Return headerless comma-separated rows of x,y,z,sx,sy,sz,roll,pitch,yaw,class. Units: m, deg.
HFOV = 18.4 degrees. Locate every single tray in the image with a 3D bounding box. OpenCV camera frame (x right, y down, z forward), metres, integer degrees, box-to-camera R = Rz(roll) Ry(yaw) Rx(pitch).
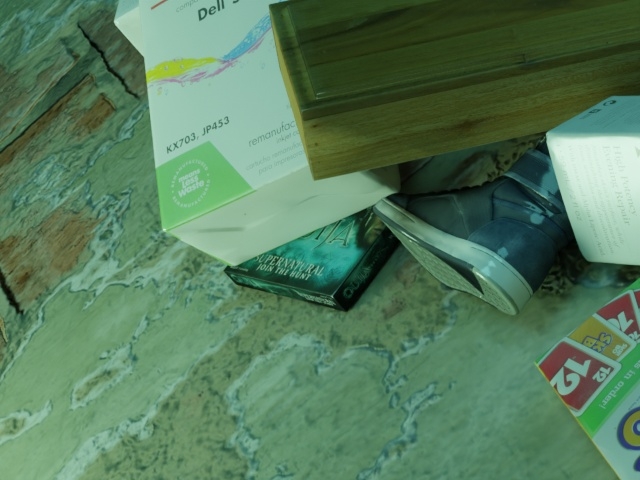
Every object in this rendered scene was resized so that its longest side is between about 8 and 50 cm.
0.173,-0.172,1.669,0.410,0.076,0.203,-13,33,-2,tray

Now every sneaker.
0.153,-0.035,1.674,0.163,0.086,0.226,-49,32,-8,sneaker

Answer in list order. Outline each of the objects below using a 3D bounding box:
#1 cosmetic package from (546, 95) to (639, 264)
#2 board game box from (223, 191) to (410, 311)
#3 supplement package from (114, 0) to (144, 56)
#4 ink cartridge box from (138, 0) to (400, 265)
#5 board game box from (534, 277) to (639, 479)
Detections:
0.286,-0.044,1.480,0.085,0.117,0.231,-29,18,-29,cosmetic package
0.000,0.000,1.867,0.186,0.026,0.126,11,59,54,board game box
-0.093,-0.306,2.215,0.175,0.177,0.293,-26,34,25,supplement package
-0.059,-0.181,1.890,0.207,0.119,0.353,-24,59,27,ink cartridge box
0.254,0.121,1.418,0.124,0.039,0.259,-39,33,4,board game box
